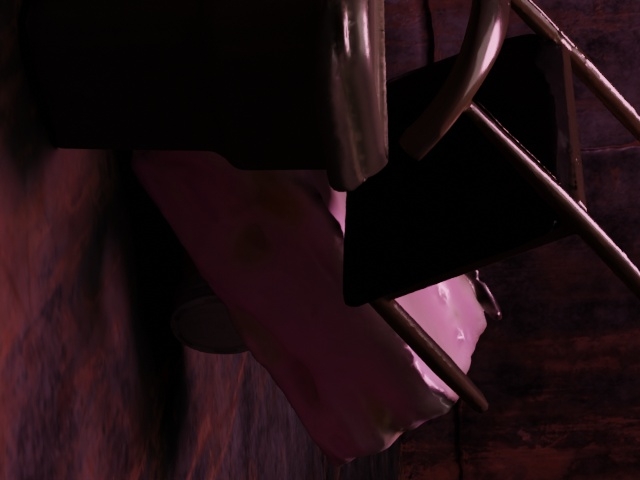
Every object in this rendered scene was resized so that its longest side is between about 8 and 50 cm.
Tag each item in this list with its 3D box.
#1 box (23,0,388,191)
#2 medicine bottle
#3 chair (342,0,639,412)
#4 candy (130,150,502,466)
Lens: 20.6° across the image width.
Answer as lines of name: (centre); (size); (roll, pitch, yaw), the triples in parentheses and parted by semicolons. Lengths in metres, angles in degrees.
box: (-0.055, -0.151, 0.968); (0.138, 0.178, 0.274); (79, 10, -48)
medicine bottle: (-0.069, -0.025, 1.280); (0.074, 0.074, 0.218); (79, 8, -51)
chair: (0.091, -0.047, 1.066); (0.272, 0.166, 0.188); (47, 33, -40)
candy: (0.000, 0.000, 1.172); (0.265, 0.116, 0.155); (58, 30, -16)
